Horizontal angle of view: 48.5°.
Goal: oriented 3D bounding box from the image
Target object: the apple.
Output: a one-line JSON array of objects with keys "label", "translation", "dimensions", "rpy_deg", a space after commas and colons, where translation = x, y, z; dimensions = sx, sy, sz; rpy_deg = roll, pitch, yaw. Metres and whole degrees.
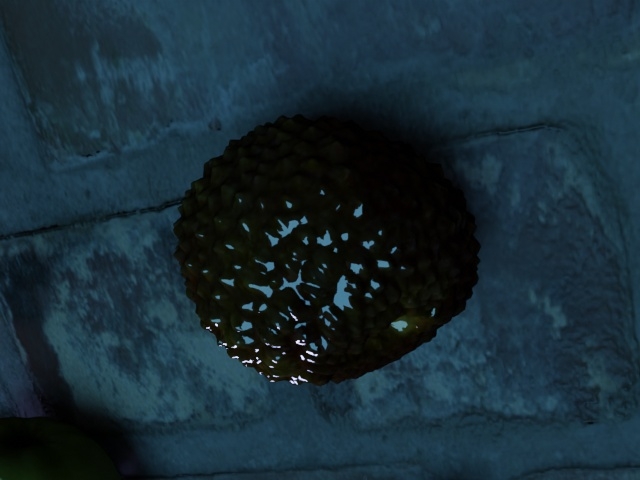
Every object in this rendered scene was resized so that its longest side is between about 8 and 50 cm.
[{"label": "apple", "translation": [-0.382, 0.373, 0.934], "dimensions": [0.279, 0.279, 0.279], "rpy_deg": [7, 114, 15]}]

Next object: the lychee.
[{"label": "lychee", "translation": [0.000, 0.000, 0.659], "dimensions": [0.268, 0.267, 0.267], "rpy_deg": [7, 114, 15]}]
